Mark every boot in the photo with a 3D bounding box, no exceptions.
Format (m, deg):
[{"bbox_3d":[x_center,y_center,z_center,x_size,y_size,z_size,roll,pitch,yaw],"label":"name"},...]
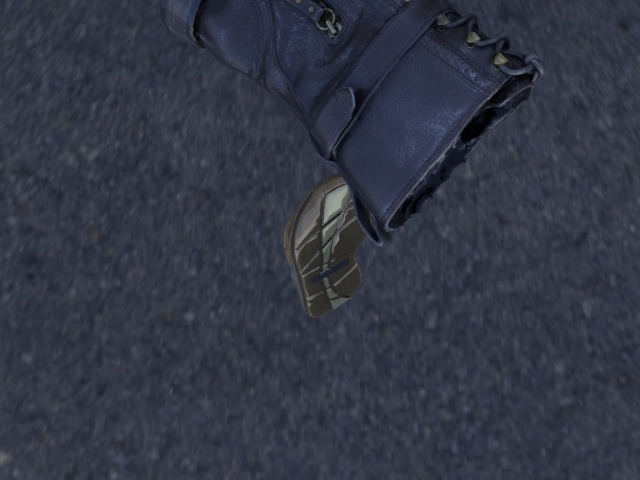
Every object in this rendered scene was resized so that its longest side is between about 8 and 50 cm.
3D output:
[{"bbox_3d":[0.044,-0.157,1.073,0.229,0.091,0.263,40,107,23],"label":"boot"}]

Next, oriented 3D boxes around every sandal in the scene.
[{"bbox_3d":[0.000,0.000,1.439,0.072,0.049,0.180,-27,152,-16],"label":"sandal"}]
